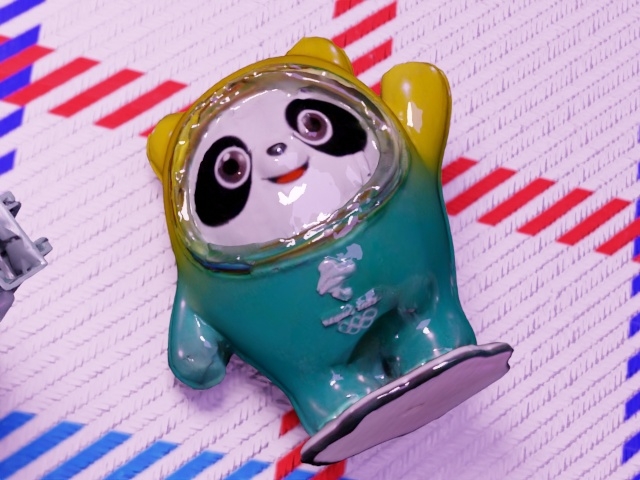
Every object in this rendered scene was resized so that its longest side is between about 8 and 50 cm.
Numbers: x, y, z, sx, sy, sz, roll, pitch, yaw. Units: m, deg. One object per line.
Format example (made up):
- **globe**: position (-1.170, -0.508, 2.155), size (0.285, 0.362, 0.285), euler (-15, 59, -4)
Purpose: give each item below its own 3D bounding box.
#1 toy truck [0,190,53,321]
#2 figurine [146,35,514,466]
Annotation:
- **toy truck**: position (-0.305, 0.053, 1.317), size (0.184, 0.338, 0.133), euler (-33, 85, -28)
- **figurine**: position (0.000, 0.000, 1.531), size (0.323, 0.231, 0.340), euler (-26, 74, -1)
